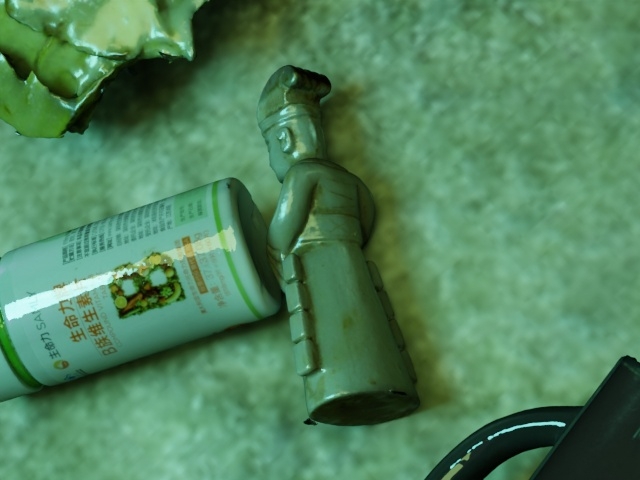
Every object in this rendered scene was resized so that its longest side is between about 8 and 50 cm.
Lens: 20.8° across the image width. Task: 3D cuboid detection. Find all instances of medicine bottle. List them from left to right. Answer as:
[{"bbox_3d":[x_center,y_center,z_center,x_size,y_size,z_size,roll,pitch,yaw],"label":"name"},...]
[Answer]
[{"bbox_3d":[-0.120,0.030,1.022,0.183,0.086,0.086,-19,68,9],"label":"medicine bottle"}]

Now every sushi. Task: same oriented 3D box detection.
[{"bbox_3d":[-0.101,-0.184,1.077,0.139,0.131,0.291,37,77,0],"label":"sushi"}]

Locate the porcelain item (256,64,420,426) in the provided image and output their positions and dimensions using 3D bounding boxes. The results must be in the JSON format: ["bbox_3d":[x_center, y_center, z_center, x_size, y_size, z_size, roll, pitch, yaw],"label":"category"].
[{"bbox_3d":[0.000,0.000,1.007,0.054,0.084,0.213,-30,63,33],"label":"porcelain item"}]

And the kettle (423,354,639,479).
[{"bbox_3d":[0.122,0.177,0.876,0.202,0.144,0.232,39,91,31],"label":"kettle"}]
